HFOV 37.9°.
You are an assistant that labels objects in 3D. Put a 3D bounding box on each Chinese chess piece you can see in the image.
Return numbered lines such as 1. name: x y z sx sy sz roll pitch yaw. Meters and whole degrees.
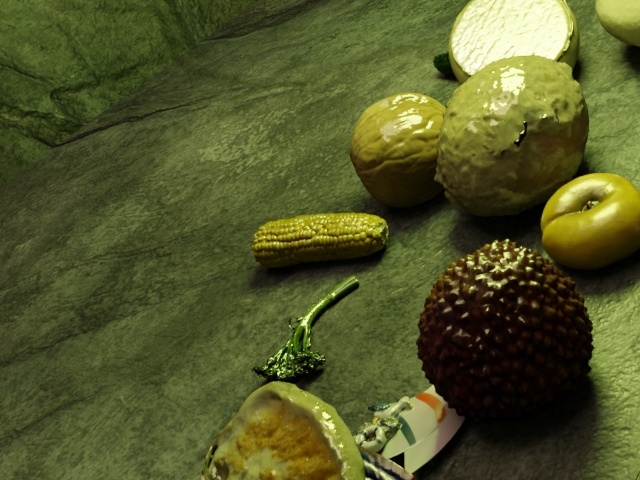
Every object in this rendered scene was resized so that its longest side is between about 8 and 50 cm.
1. Chinese chess piece: 0.403 -0.410 1.948 0.270 0.112 0.269 -8 63 17

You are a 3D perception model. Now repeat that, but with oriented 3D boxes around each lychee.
1. lychee: 0.247 0.114 1.270 0.271 0.271 0.271 -23 31 15

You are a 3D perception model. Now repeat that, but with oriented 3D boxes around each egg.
1. egg: 0.337 -0.187 1.645 0.310 0.279 0.279 -44 32 -6

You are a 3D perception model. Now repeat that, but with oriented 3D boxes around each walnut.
1. walnut: 0.171 -0.178 1.830 0.228 0.228 0.228 -23 31 15

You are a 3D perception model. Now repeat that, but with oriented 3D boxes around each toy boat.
1. toy boat: 0.133 0.284 1.345 0.318 0.072 0.219 -22 27 -2

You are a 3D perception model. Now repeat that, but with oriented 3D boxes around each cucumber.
1. cucumber: 0.326 -0.418 2.144 0.058 0.058 0.187 -41 14 -16

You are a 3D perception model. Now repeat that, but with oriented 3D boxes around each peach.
1. peach: 0.432 -0.030 1.474 0.179 0.103 0.179 -26 30 16

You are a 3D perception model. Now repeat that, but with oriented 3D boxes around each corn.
1. corn: 0.000 -0.004 1.839 0.313 0.102 0.102 -6 39 31

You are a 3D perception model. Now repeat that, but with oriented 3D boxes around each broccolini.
1. broccolini: 0.000 0.154 1.656 0.123 0.062 0.271 14 50 39

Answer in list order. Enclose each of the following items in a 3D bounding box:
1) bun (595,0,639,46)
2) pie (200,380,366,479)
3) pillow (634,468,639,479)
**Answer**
1. bun: 0.692 -0.455 1.799 0.299 0.164 0.299 -20 25 10
2. pie: -0.064 0.366 1.297 0.339 0.077 0.339 -27 49 36
3. pillow: 0.477 0.222 1.091 0.185 0.075 0.302 -3 40 43
